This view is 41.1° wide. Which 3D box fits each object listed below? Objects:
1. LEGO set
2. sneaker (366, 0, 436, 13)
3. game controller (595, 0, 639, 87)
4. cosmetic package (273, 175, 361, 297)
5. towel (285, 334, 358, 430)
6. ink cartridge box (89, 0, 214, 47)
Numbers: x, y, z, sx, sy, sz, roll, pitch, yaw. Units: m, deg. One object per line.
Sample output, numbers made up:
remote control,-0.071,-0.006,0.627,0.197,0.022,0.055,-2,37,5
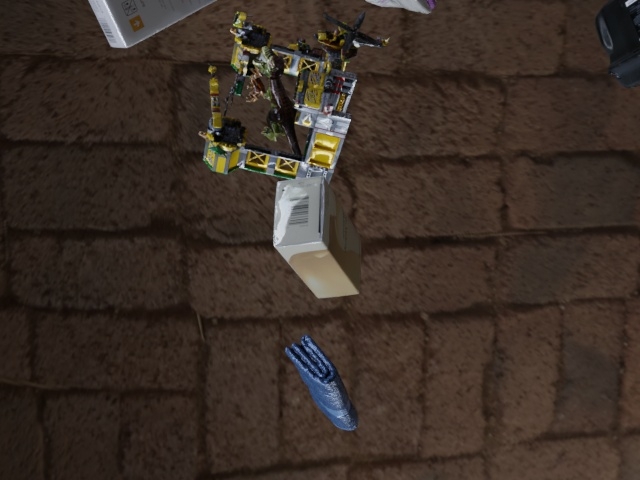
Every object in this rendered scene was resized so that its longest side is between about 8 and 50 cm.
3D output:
LEGO set,-0.048,-0.252,1.324,0.254,0.192,0.331,20,54,0
sneaker,0.126,-0.439,1.469,0.152,0.305,0.114,-5,101,12
game controller,0.575,-0.371,1.477,0.067,0.319,0.167,-13,89,-8
cosmetic package,0.000,0.000,0.704,0.041,0.115,0.060,-6,66,16
towel,0.004,0.149,0.869,0.029,0.067,0.119,-35,142,-12
ink cartridge box,-0.172,-0.432,1.202,0.371,0.069,0.176,-35,121,-23
